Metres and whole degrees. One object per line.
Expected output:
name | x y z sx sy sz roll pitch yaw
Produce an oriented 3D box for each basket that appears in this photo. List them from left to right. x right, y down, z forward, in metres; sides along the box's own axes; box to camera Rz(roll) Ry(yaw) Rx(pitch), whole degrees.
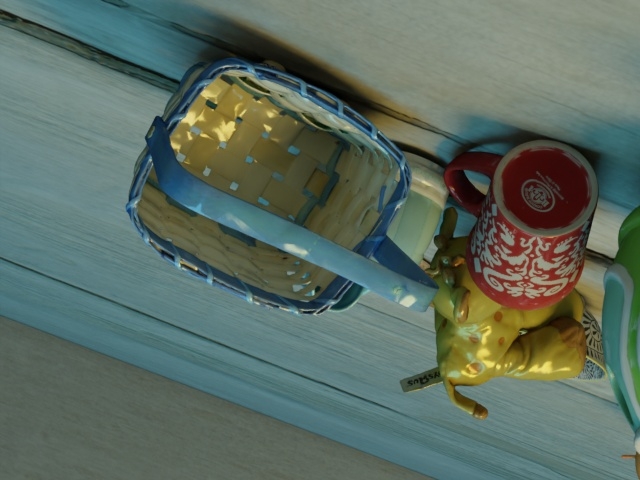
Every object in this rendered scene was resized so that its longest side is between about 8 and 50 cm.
basket | -0.045 -0.043 1.228 0.254 0.201 0.289 27 -166 -25

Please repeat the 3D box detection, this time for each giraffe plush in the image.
giraffe plush | 0.165 0.056 1.427 0.181 0.210 0.170 46 159 41

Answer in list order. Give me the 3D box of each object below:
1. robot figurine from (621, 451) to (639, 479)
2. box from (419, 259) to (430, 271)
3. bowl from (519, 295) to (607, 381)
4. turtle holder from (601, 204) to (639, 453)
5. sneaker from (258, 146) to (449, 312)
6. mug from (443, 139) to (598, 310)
robot figurine | 0.535 0.312 1.945 0.219 0.128 0.158 17 -174 7
box | 0.110 0.046 1.740 0.094 0.027 0.137 8 161 42
bowl | 0.259 0.096 1.620 0.170 0.080 0.170 18 165 5
turtle holder | 0.352 0.072 1.126 0.243 0.227 0.320 23 165 -10
sneaker | 0.000 0.000 1.480 0.135 0.150 0.366 26 164 -17
mug | 0.176 -0.019 1.267 0.150 0.113 0.169 15 161 7
